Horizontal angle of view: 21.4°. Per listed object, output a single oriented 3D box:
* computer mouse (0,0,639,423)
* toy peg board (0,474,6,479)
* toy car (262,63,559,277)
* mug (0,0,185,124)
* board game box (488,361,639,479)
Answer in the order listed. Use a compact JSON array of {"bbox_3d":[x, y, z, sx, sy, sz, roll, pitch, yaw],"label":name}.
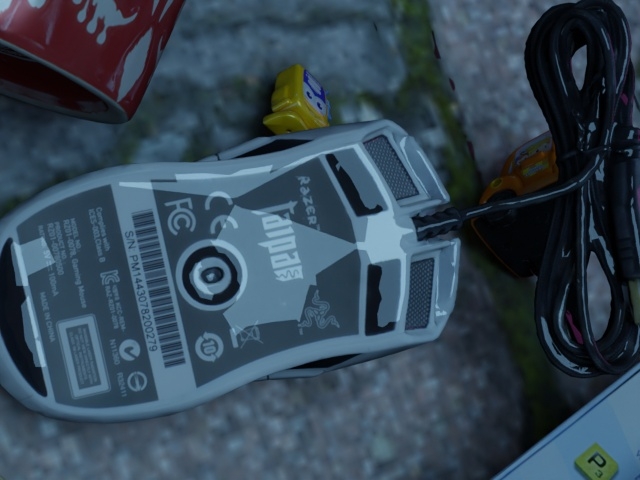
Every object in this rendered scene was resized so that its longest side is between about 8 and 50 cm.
[{"bbox_3d":[0.000,0.000,0.470,0.193,0.042,0.106,-11,91,-6],"label":"computer mouse"},{"bbox_3d":[-0.082,0.129,0.331,0.160,0.079,0.161,44,63,2],"label":"toy peg board"},{"bbox_3d":[0.047,-0.034,0.514,0.122,0.060,0.040,29,39,-24],"label":"toy car"},{"bbox_3d":[-0.073,-0.127,0.454,0.113,0.150,0.169,27,80,-44],"label":"mug"},{"bbox_3d":[0.125,0.202,0.448,0.318,0.066,0.318,-32,78,-27],"label":"board game box"}]
